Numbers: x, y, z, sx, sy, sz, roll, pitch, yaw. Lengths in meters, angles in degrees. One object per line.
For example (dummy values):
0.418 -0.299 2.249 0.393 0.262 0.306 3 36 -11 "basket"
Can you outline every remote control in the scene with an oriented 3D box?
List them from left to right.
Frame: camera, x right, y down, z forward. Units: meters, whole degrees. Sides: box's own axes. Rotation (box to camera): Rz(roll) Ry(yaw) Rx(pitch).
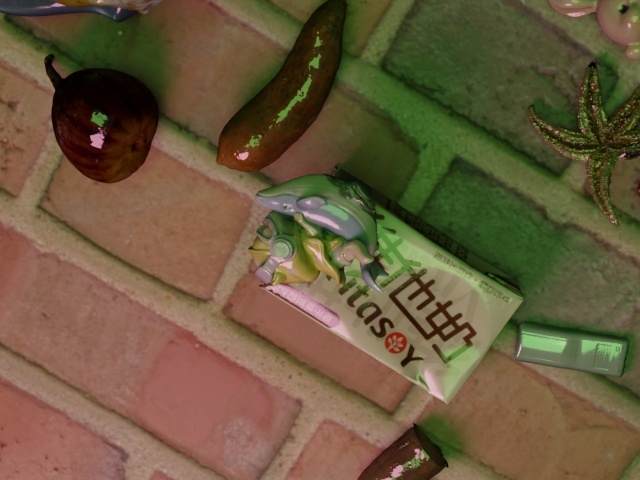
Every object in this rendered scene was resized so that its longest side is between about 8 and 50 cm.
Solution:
0.367 0.161 1.703 0.162 0.029 0.061 8 103 4 "remote control"

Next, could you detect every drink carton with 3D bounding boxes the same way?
0.100 0.061 1.664 0.324 0.132 0.194 32 103 -2 "drink carton"

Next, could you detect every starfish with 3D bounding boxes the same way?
0.392 -0.133 1.613 0.213 0.057 0.238 2 79 18 "starfish"

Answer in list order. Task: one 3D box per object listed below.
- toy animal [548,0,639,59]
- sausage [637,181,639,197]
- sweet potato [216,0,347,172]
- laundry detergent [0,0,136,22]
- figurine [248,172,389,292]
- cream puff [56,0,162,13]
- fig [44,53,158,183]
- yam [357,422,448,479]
0.414 -0.310 1.562 0.212 0.124 0.124 22 103 -2 "toy animal"
0.523 -0.037 1.625 0.179 0.089 0.089 37 103 -5 "sausage"
-0.039 -0.210 1.650 0.097 0.097 0.292 38 94 -2 "sweet potato"
-0.328 -0.383 1.641 0.290 0.094 0.143 5 92 6 "laundry detergent"
0.000 0.000 1.533 0.208 0.128 0.184 40 105 0 "figurine"
-0.281 -0.475 1.480 0.378 0.275 0.378 -1 71 2 "cream puff"
-0.318 -0.182 1.649 0.202 0.148 0.149 46 137 -16 "fig"
0.121 0.345 1.742 0.127 0.084 0.084 -43 94 9 "yam"
